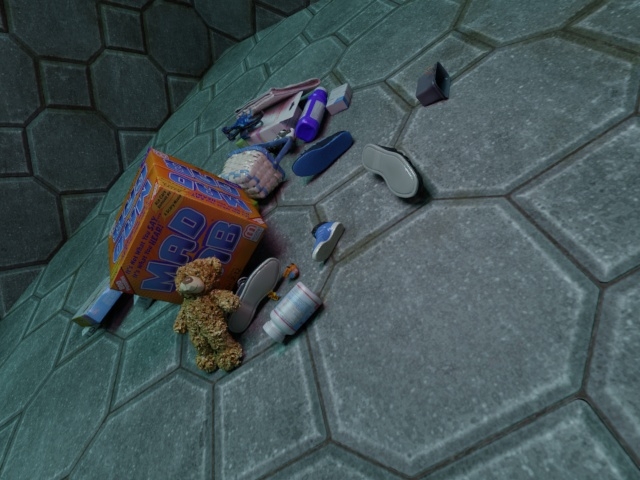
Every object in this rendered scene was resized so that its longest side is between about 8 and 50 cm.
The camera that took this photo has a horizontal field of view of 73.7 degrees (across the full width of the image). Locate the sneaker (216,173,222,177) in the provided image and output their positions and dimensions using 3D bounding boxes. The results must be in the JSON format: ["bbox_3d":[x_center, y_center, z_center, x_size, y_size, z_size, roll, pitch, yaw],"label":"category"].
[{"bbox_3d":[-0.515,-0.175,1.935,0.295,0.104,0.147,-32,41,19],"label":"sneaker"}]

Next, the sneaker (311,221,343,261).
[{"bbox_3d":[0.000,0.001,1.302,0.084,0.058,0.152,8,55,41],"label":"sneaker"}]

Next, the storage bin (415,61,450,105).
[{"bbox_3d":[0.378,-0.533,1.465,0.091,0.098,0.135,-23,39,42],"label":"storage bin"}]

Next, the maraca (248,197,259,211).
[{"bbox_3d":[-0.299,-0.111,1.677,0.127,0.099,0.185,-37,10,-11],"label":"maraca"}]

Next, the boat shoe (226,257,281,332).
[{"bbox_3d":[-0.211,0.160,1.316,0.079,0.095,0.255,24,86,58],"label":"boat shoe"}]

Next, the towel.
[{"bbox_3d":[-0.208,-0.677,2.041,0.317,0.054,0.331,-30,14,-40],"label":"towel"}]

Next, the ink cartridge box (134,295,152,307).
[{"bbox_3d":[-0.707,0.063,1.819,0.324,0.071,0.330,-60,34,14],"label":"ink cartridge box"}]

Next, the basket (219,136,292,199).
[{"bbox_3d":[-0.264,-0.301,1.737,0.254,0.201,0.289,-2,54,41],"label":"basket"}]

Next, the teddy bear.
[{"bbox_3d":[-0.335,0.222,1.236,0.245,0.113,0.338,7,101,34],"label":"teddy bear"}]

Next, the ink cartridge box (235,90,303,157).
[{"bbox_3d":[-0.206,-0.530,1.986,0.353,0.119,0.207,-14,44,35],"label":"ink cartridge box"}]

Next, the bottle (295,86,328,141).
[{"bbox_3d":[-0.029,-0.558,1.854,0.118,0.092,0.283,127,164,-52],"label":"bottle"}]

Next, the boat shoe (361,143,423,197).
[{"bbox_3d":[0.229,-0.217,1.272,0.302,0.091,0.114,-123,38,-49],"label":"boat shoe"}]

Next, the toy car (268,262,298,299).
[{"bbox_3d":[-0.106,0.129,1.313,0.040,0.060,0.122,32,96,10],"label":"toy car"}]

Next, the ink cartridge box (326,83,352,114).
[{"bbox_3d":[0.083,-0.613,1.852,0.088,0.052,0.123,-13,47,35],"label":"ink cartridge box"}]

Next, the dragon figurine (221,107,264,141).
[{"bbox_3d":[-0.344,-0.513,1.927,0.289,0.085,0.144,15,67,51],"label":"dragon figurine"}]

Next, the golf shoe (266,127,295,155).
[{"bbox_3d":[-0.168,-0.433,1.868,0.198,0.077,0.094,-3,63,52],"label":"golf shoe"}]

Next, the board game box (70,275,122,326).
[{"bbox_3d":[-0.966,0.257,1.890,0.316,0.064,0.242,-18,37,49],"label":"board game box"}]

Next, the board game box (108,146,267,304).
[{"bbox_3d":[-0.457,-0.033,1.428,0.356,0.356,0.356,-58,36,14],"label":"board game box"}]

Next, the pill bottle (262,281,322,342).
[{"bbox_3d":[-0.078,0.196,1.158,0.160,0.087,0.087,-47,36,-4],"label":"pill bottle"}]

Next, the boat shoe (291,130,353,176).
[{"bbox_3d":[0.005,-0.322,1.613,0.258,0.109,0.089,-29,28,-9],"label":"boat shoe"}]

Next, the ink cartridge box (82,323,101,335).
[{"bbox_3d":[-1.026,0.391,1.912,0.083,0.028,0.048,-48,34,-6],"label":"ink cartridge box"}]
